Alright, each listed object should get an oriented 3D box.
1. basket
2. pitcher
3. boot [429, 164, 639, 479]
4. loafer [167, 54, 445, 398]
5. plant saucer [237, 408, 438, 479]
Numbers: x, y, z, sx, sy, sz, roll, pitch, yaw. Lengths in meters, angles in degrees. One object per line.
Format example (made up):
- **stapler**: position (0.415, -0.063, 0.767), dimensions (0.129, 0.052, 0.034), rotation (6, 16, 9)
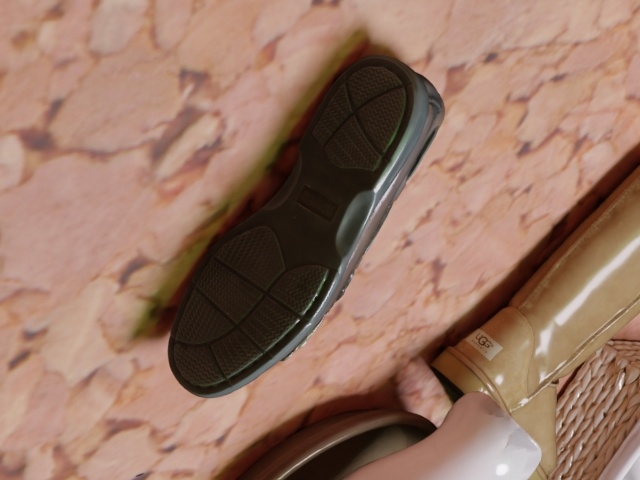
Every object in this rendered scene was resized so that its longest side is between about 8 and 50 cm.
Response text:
- **basket**: position (0.282, 0.183, 1.821), dimensions (0.113, 0.103, 0.167), rotation (6, 122, -51)
- **pitcher**: position (0.068, 0.234, 1.564), dimensions (0.207, 0.125, 0.178), rotation (-41, 166, -23)
- **boot**: position (0.237, 0.077, 1.671), dimensions (0.269, 0.089, 0.236), rotation (-43, 148, -7)
- **loafer**: position (0.000, 0.000, 1.319), dimensions (0.267, 0.096, 0.084), rotation (-55, 152, 10)
- **plant saucer**: position (-0.011, 0.244, 1.618), dimensions (0.278, 0.041, 0.278), rotation (-29, 143, -25)
